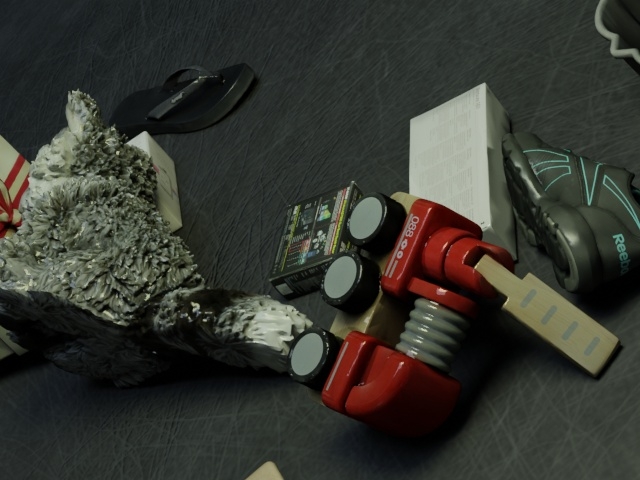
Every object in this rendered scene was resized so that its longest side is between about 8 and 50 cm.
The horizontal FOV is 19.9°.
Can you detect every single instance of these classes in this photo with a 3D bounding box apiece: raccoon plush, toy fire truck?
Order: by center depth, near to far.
[{"bbox_3d":[0.125,0.089,1.682,0.246,0.158,0.217,19,83,52],"label":"toy fire truck"},{"bbox_3d":[-0.166,0.002,2.054,0.446,0.216,0.299,11,60,18],"label":"raccoon plush"}]

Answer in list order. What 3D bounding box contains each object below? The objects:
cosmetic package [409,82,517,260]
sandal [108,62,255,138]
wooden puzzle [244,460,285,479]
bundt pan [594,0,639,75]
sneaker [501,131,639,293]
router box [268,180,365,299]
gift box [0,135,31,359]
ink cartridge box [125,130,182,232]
[{"bbox_3d":[0.148,-0.056,1.902,0.099,0.060,0.239,-27,34,25],"label":"cosmetic package"},{"bbox_3d":[-0.197,-0.189,2.440,0.254,0.054,0.097,-12,41,38],"label":"sandal"},{"bbox_3d":[-0.107,0.388,1.614,0.322,0.080,0.348,-40,26,1],"label":"wooden puzzle"},{"bbox_3d":[0.439,-0.244,1.768,0.331,0.124,0.331,-27,34,20],"label":"bundt pan"},{"bbox_3d":[0.250,-0.034,1.761,0.106,0.101,0.267,-17,31,-4],"label":"sneaker"},{"bbox_3d":[0.000,0.000,2.011,0.092,0.038,0.122,-20,37,31],"label":"router box"},{"bbox_3d":[-0.445,0.035,2.253,0.258,0.255,0.276,-28,33,31],"label":"gift box"},{"bbox_3d":[-0.241,-0.040,2.290,0.115,0.067,0.198,-32,31,13],"label":"ink cartridge box"}]
